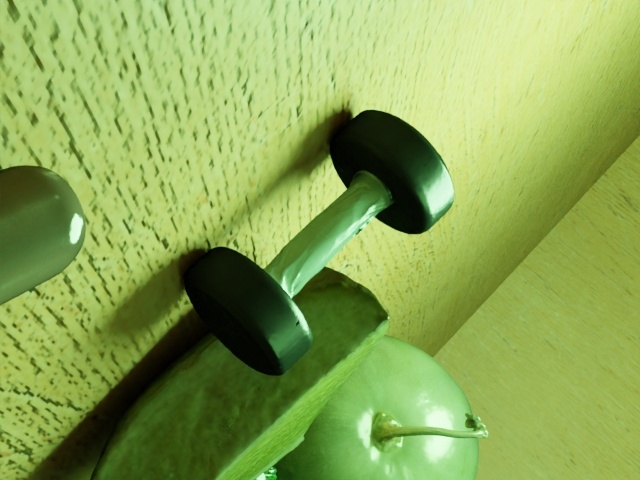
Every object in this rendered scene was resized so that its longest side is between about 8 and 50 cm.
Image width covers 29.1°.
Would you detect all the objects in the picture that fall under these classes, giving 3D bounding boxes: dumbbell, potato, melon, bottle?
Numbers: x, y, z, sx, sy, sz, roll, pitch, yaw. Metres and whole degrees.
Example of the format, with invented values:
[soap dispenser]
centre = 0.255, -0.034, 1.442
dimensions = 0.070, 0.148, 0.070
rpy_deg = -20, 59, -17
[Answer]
[dumbbell]
centre = 0.000, 0.000, 0.880
dimensions = 0.191, 0.100, 0.100
rpy_deg = -43, 166, -20
[potato]
centre = -0.097, 0.147, 0.970
dimensions = 0.255, 0.112, 0.269
rpy_deg = -37, 166, -33
[melon]
centre = 0.040, 0.228, 1.331
dimensions = 0.272, 0.272, 0.308
rpy_deg = -44, 153, -18
[bottle]
centre = -0.158, 0.012, 0.496
dimensions = 0.140, 0.053, 0.053
rpy_deg = -34, 161, -50

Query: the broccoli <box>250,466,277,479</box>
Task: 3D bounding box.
[broccoli]
centre = -0.115, 0.342, 1.166
dimensions = 0.245, 0.265, 0.294
rpy_deg = 15, 79, -47
